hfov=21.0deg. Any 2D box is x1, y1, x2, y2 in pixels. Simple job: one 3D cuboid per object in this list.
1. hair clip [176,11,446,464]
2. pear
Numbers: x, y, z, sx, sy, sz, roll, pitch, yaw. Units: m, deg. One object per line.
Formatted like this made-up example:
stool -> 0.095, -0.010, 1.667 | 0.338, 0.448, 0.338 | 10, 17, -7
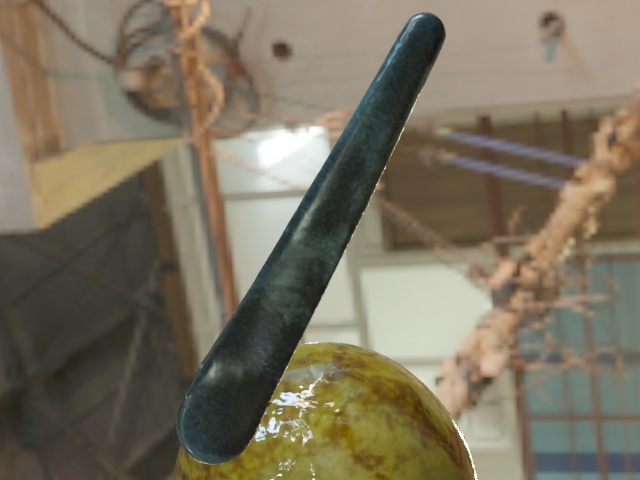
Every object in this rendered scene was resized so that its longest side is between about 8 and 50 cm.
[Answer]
hair clip -> 0.000, 0.000, 0.793 | 0.229, 0.039, 0.070 | -59, 3, 21
pear -> 0.007, 0.223, 1.460 | 0.281, 0.281, 0.280 | -3, -90, -68
